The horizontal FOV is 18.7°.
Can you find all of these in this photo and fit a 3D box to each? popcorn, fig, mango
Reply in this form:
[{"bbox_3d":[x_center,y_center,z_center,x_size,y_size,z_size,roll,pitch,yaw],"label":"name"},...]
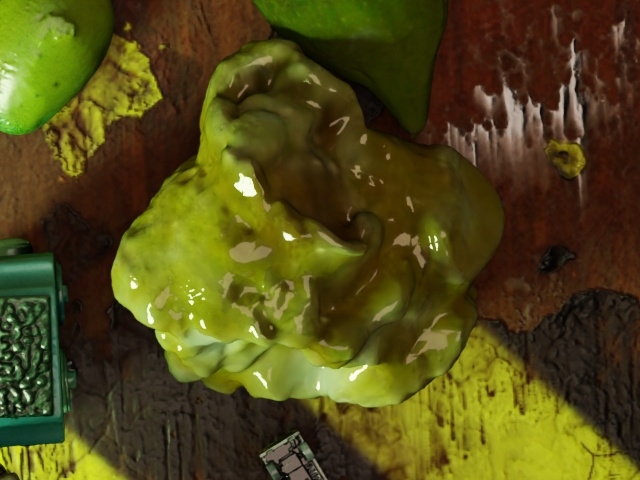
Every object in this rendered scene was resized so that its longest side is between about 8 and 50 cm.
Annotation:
[{"bbox_3d":[-0.009,0.004,1.851,0.334,0.293,0.292,33,51,-33],"label":"popcorn"},{"bbox_3d":[0.047,-0.224,1.850,0.206,0.206,0.275,-22,101,-5],"label":"fig"},{"bbox_3d":[-0.269,-0.184,1.865,0.119,0.100,0.178,25,99,-10],"label":"mango"}]

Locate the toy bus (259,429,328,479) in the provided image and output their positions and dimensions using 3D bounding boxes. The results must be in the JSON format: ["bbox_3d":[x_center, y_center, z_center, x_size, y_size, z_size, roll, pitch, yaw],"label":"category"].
[{"bbox_3d":[-0.017,0.244,1.944,0.052,0.058,0.102,-31,92,-3],"label":"toy bus"}]

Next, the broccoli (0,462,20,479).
[{"bbox_3d":[-0.286,0.370,1.810,0.252,0.221,0.361,-39,112,10],"label":"broccoli"}]

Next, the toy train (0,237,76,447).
[{"bbox_3d":[-0.292,0.102,1.850,0.112,0.163,0.203,-6,95,-8],"label":"toy train"}]
